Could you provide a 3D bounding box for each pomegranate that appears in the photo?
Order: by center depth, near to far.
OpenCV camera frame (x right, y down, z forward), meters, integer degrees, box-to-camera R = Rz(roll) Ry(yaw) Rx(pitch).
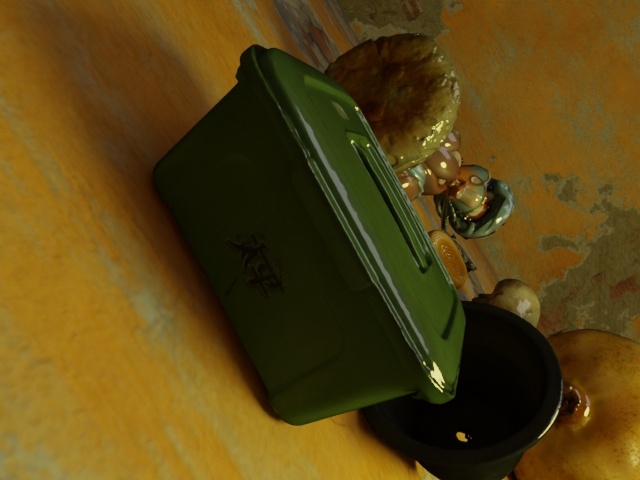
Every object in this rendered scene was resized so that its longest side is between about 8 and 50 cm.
[{"bbox_3d":[0.555,0.384,0.989,0.417,0.416,0.417,48,24,-29],"label":"pomegranate"}]

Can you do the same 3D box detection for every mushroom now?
[{"bbox_3d":[0.509,0.225,1.335,0.255,0.183,0.255,4,90,-72],"label":"mushroom"}]

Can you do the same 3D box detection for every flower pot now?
[{"bbox_3d":[0.174,0.207,0.603,0.235,0.235,0.148,-88,163,-54],"label":"flower pot"}]

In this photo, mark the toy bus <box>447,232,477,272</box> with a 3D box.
[{"bbox_3d":[0.375,0.050,1.385,0.198,0.096,0.108,29,32,-57],"label":"toy bus"}]

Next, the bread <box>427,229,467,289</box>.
[{"bbox_3d":[0.310,0.052,1.232,0.189,0.077,0.114,51,56,-31],"label":"bread"}]

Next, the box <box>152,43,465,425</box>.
[{"bbox_3d":[0.000,0.000,0.489,0.329,0.177,0.252,63,23,3],"label":"box"}]

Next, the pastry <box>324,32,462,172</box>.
[{"bbox_3d":[0.143,-0.285,1.028,0.330,0.329,0.136,67,12,19],"label":"pastry"}]

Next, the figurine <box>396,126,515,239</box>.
[{"bbox_3d":[0.288,-0.164,1.218,0.388,0.248,0.277,35,29,-37],"label":"figurine"}]
